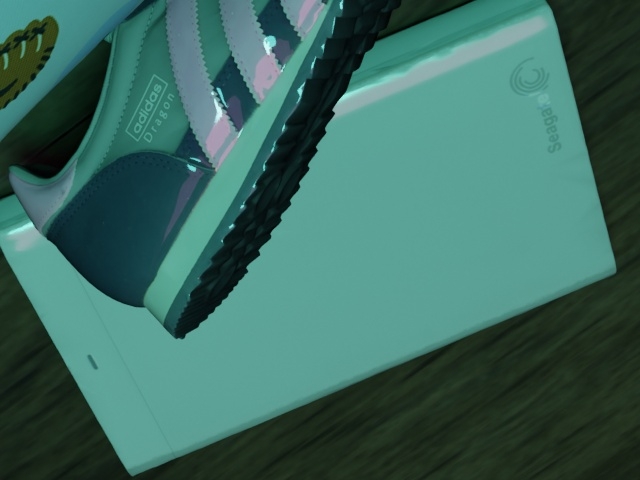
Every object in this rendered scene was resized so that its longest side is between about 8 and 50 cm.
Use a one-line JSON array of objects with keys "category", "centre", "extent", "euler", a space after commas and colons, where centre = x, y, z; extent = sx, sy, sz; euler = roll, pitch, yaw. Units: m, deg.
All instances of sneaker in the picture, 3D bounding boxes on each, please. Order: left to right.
[{"category": "sneaker", "centre": [-0.039, -0.118, 0.854], "extent": [0.319, 0.131, 0.112], "euler": [-60, 169, 7]}]

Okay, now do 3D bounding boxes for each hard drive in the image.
[{"category": "hard drive", "centre": [0.000, 0.000, 1.002], "extent": [0.307, 0.040, 0.203], "euler": [-22, 131, -1]}]

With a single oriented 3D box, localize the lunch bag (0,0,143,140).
[{"category": "lunch bag", "centre": [-0.174, -0.128, 0.647], "extent": [0.328, 0.239, 0.385], "euler": [-44, 173, 6]}]
